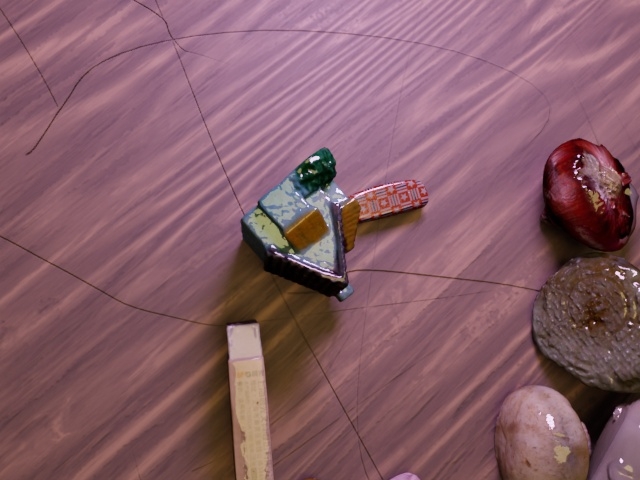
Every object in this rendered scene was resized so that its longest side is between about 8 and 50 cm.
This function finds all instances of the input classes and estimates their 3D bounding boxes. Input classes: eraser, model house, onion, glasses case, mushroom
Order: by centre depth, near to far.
[{"bbox_3d":[0.000,0.000,1.265,0.230,0.280,0.249,-42,88,-9],"label":"model house"},{"bbox_3d":[-0.145,0.336,1.285,0.078,0.144,0.344,-5,86,-9],"label":"eraser"},{"bbox_3d":[0.500,0.447,1.368,0.195,0.189,0.254,1,89,-8],"label":"mushroom"},{"bbox_3d":[0.142,-0.087,1.414,0.194,0.049,0.073,-14,87,-11],"label":"glasses case"},{"bbox_3d":[0.591,-0.094,1.446,0.272,0.195,0.272,19,61,-38],"label":"onion"}]

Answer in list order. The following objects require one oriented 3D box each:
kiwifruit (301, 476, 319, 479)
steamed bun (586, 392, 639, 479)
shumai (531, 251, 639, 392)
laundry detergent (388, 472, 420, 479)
[{"bbox_3d":[-0.023,0.558,1.326,0.075,0.075,0.125,7,81,-9],"label":"kiwifruit"},{"bbox_3d":[0.698,0.475,1.321,0.247,0.236,0.384,29,97,27],"label":"steamed bun"},{"bbox_3d":[0.675,0.184,1.438,0.263,0.304,0.309,4,67,-41],"label":"shumai"},{"bbox_3d":[0.219,0.674,1.352,0.159,0.088,0.335,-28,92,-20],"label":"laundry detergent"}]
